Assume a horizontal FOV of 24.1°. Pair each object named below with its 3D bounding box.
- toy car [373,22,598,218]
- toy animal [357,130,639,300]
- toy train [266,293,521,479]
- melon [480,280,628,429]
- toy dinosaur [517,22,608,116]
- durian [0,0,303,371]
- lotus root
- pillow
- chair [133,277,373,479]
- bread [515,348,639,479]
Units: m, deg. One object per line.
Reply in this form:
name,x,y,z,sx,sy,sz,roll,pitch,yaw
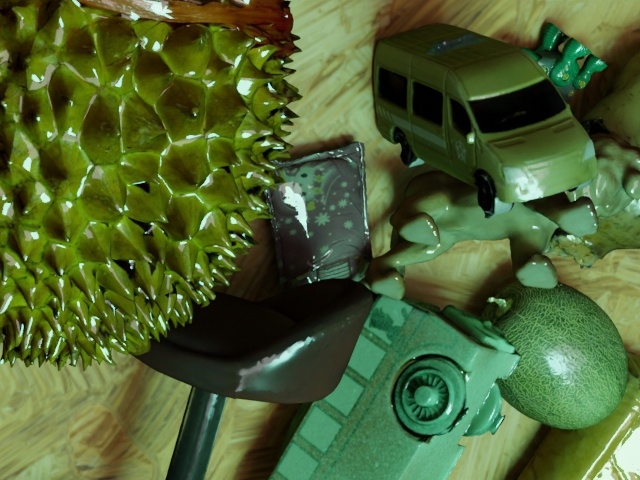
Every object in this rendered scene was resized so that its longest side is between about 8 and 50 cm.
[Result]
toy car,0.139,-0.114,1.320,0.101,0.257,0.124,-18,114,-18
toy animal,0.170,-0.029,1.393,0.312,0.157,0.097,-7,122,22
toy train,0.057,0.202,1.452,0.129,0.159,0.326,17,106,-58
melon,0.233,0.112,1.525,0.139,0.139,0.192,-47,115,-2
toy dinosaur,0.222,-0.156,1.464,0.132,0.059,0.096,26,103,-40
durian,-0.179,-0.099,1.058,0.348,0.347,0.384,-20,102,-18
lotus root,0.314,-0.086,1.487,0.154,0.140,0.256,26,90,-39
pillow,0.000,0.000,1.423,0.118,0.043,0.185,-15,113,-24
chair,-0.113,0.198,1.343,0.227,0.226,0.401,11,104,-29
bread,0.300,0.265,1.615,0.152,0.119,0.288,33,93,-10
